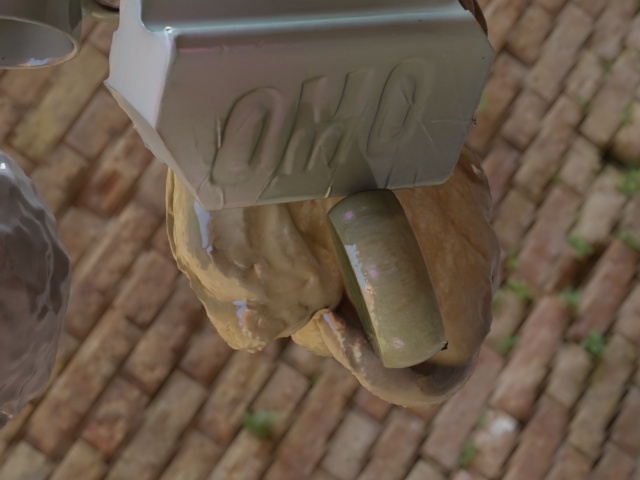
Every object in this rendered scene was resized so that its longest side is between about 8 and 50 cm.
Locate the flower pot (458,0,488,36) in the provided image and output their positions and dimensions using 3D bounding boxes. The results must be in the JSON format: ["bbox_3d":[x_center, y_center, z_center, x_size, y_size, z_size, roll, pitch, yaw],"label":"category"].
[{"bbox_3d":[0.015,-0.292,1.819,0.164,0.367,0.254,-48,33,17],"label":"flower pot"}]

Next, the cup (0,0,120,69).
[{"bbox_3d":[-0.315,-0.323,2.016,0.186,0.258,0.234,126,148,-76],"label":"cup"}]

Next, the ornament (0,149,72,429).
[{"bbox_3d":[-0.389,0.050,1.642,0.337,0.337,0.337,-53,7,9],"label":"ornament"}]

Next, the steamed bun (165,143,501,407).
[{"bbox_3d":[-0.002,-0.005,1.756,0.230,0.372,0.324,-44,24,47],"label":"steamed bun"}]

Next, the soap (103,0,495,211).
[{"bbox_3d":[-0.018,-0.117,1.406,0.095,0.289,0.173,56,141,39],"label":"soap"}]

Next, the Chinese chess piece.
[{"bbox_3d":[0.053,0.029,1.427,0.058,0.144,0.144,-20,5,-4],"label":"Chinese chess piece"}]
